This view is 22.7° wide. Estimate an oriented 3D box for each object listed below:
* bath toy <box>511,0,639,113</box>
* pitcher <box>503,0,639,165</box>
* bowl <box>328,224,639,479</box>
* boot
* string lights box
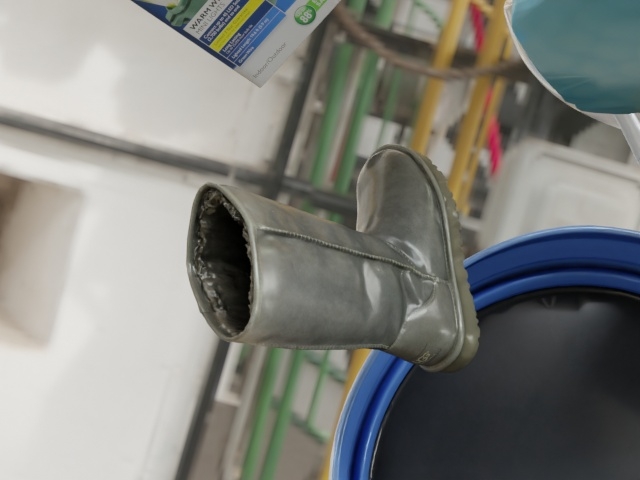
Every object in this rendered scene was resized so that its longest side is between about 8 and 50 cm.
[{"bbox_3d":[0.139,-0.222,0.562,0.129,0.348,0.151,-2,-9,24],"label":"bath toy"},{"bbox_3d":[0.236,-0.126,1.209,0.207,0.125,0.178,42,37,-8],"label":"pitcher"},{"bbox_3d":[0.198,0.186,1.139,0.391,0.391,0.077,16,-14,0],"label":"bowl"},{"bbox_3d":[0.001,-0.002,1.014,0.208,0.076,0.189,11,46,-37],"label":"boot"},{"bbox_3d":[-0.112,-0.258,1.366,0.260,0.133,0.077,31,22,-32],"label":"string lights box"}]
